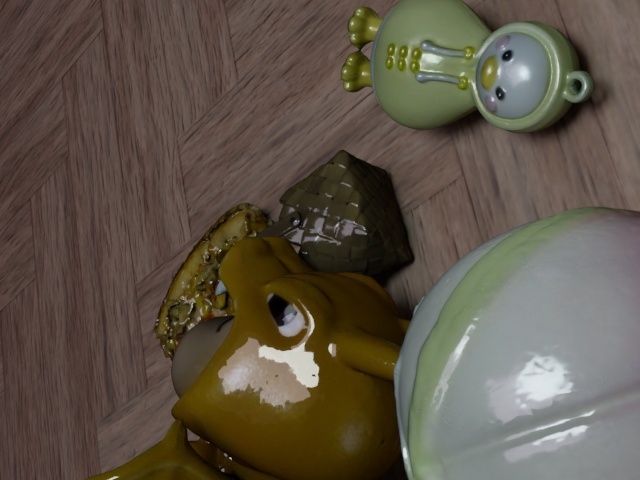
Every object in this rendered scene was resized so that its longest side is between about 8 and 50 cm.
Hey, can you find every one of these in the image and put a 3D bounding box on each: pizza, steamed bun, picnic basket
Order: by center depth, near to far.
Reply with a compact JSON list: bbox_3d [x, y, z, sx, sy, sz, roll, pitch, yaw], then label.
[{"bbox_3d":[0.227,0.109,0.719,0.309,0.309,0.309,-14,72,49],"label":"steamed bun"},{"bbox_3d":[0.000,0.000,1.137,0.179,0.128,0.137,-28,57,25],"label":"picnic basket"},{"bbox_3d":[-0.143,0.117,1.341,0.251,0.074,0.287,-28,60,48],"label":"pizza"}]

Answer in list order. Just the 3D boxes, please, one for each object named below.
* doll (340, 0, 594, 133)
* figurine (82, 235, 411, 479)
[{"bbox_3d":[0.140,-0.173,1.011,0.296,0.117,0.141,20,101,51],"label":"doll"},{"bbox_3d":[-0.017,0.226,1.015,0.268,0.401,0.387,-78,11,-76],"label":"figurine"}]
